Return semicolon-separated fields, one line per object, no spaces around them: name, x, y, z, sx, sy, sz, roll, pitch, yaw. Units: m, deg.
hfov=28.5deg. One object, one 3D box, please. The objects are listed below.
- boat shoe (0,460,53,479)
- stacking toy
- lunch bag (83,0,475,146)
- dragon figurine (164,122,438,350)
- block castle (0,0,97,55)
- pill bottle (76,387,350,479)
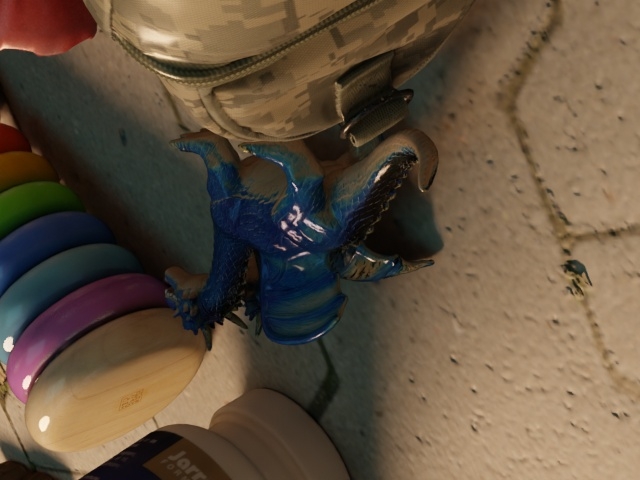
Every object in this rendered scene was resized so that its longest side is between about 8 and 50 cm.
boat shoe;-0.307;0.280;1.319;0.178;0.064;0.060;7;125;58
stacking toy;-0.225;-0.010;0.950;0.330;0.141;0.141;54;147;22
lunch bag;-0.048;-0.199;0.486;0.305;0.212;0.256;55;165;9
dragon figurine;0.000;0.000;0.681;0.289;0.085;0.144;3;117;52
block castle;-0.386;-0.234;0.820;0.453;0.303;0.213;36;133;31
pill bottle;-0.110;0.214;0.826;0.153;0.264;0.153;31;137;34
